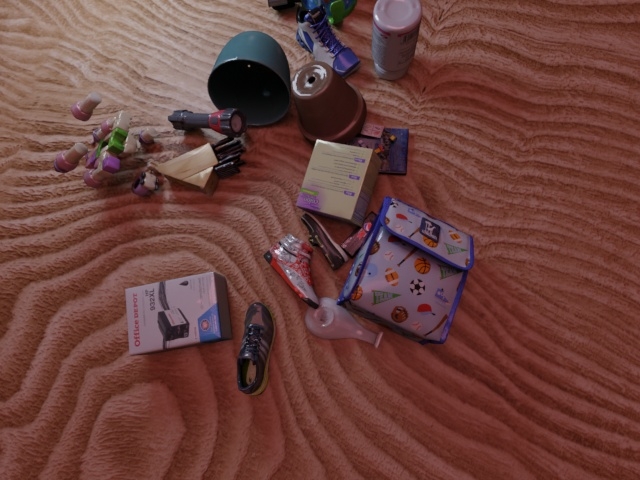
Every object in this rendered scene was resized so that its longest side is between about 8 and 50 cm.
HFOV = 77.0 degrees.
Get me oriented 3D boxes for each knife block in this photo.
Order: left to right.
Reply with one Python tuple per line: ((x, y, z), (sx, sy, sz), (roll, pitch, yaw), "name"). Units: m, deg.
((-0.429, -0.304, 1.501), (0.275, 0.088, 0.242), (19, 77, 9), "knife block")

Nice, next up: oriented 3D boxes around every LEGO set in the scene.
((0.145, -0.358, 1.453), (0.244, 0.060, 0.182), (16, 79, 12), "LEGO set")

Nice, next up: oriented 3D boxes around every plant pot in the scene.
((-0.242, -0.611, 1.467), (0.293, 0.293, 0.235), (1, 61, 6), "plant pot")
((0.011, -0.493, 1.405), (0.263, 0.229, 0.263), (-7, 69, 19), "plant pot")

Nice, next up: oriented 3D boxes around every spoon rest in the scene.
((0.075, 0.281, 1.327), (0.276, 0.084, 0.137), (20, 77, 23), "spoon rest")

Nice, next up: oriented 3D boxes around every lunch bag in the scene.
((0.276, 0.084, 1.260), (0.327, 0.239, 0.385), (27, 74, -1), "lunch bag")

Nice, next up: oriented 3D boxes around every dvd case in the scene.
((0.194, -0.333, 1.484), (0.253, 0.022, 0.180), (4, 78, 6), "dvd case")

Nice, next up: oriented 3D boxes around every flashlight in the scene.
((-0.416, -0.439, 1.490), (0.304, 0.103, 0.103), (12, 54, 31), "flashlight")

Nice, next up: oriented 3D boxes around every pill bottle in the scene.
((0.264, -0.716, 1.435), (0.160, 0.283, 0.160), (-1, 76, 5), "pill bottle")

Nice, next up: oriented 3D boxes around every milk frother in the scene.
((-0.143, -0.948, 1.610), (0.134, 0.129, 0.143), (-10, 69, -1), "milk frother")

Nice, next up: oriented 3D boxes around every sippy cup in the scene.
((0.026, -1.027, 1.565), (0.305, 0.224, 0.240), (39, 83, 12), "sippy cup")

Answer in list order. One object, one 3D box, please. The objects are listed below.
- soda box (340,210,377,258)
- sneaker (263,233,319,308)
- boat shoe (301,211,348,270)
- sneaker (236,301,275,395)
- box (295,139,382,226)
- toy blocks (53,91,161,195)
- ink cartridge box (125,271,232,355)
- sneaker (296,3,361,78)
((0.145, -0.019, 1.395), (0.060, 0.053, 0.169), (41, 84, 12), "soda box")
((-0.062, 0.092, 1.357), (0.145, 0.090, 0.270), (-43, 66, -5), "sneaker")
((0.000, 0.000, 1.390), (0.068, 0.081, 0.228), (-38, 79, -9), "boat shoe")
((-0.212, 0.350, 1.303), (0.111, 0.121, 0.300), (0, 76, 5), "sneaker")
((0.064, -0.195, 1.368), (0.213, 0.117, 0.243), (16, 87, 26), "box")
((-0.799, -0.318, 1.500), (0.260, 0.309, 0.289), (-20, 59, 34), "toy blocks")
((-0.473, 0.247, 1.349), (0.307, 0.129, 0.223), (-11, 76, 3), "ink cartridge box")
((0.007, -0.767, 1.525), (0.127, 0.182, 0.315), (-42, 76, -4), "sneaker")
